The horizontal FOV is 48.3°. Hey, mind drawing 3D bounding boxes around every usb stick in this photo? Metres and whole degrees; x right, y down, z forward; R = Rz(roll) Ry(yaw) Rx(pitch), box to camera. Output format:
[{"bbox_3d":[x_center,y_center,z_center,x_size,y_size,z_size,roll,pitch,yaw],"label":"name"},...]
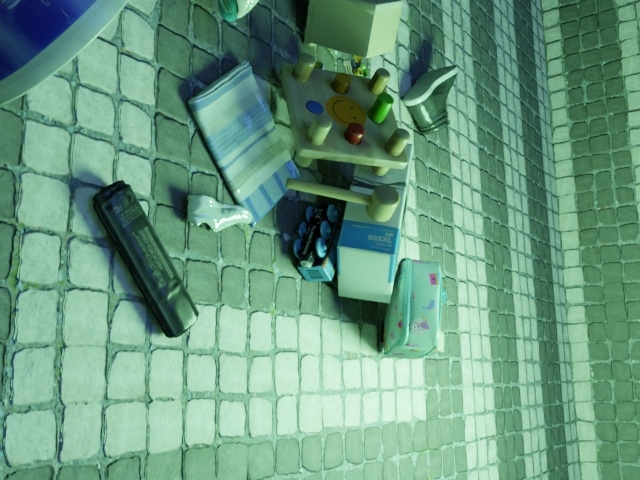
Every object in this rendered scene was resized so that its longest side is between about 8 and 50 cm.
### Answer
[{"bbox_3d":[-0.283,0.036,1.174,0.077,0.045,0.278,-45,120,-42],"label":"usb stick"}]

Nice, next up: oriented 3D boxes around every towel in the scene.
[{"bbox_3d":[-0.145,-0.198,1.439,0.209,0.034,0.285,-50,124,-47],"label":"towel"}]

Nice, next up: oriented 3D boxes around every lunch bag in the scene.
[{"bbox_3d":[0.217,0.164,1.724,0.279,0.108,0.224,105,-12,-72],"label":"lunch bag"}]

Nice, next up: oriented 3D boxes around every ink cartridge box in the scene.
[{"bbox_3d":[0.127,-0.046,1.635,0.223,0.129,0.307,85,15,-57],"label":"ink cartridge box"}]

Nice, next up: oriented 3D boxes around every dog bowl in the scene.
[{"bbox_3d":[-0.370,-0.303,0.924,0.104,0.265,0.265,50,45,-35],"label":"dog bowl"}]

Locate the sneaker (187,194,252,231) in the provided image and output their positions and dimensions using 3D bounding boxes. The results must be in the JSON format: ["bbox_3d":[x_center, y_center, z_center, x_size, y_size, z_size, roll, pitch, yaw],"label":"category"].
[{"bbox_3d":[-0.190,-0.043,1.329,0.152,0.053,0.061,14,81,-48],"label":"sneaker"}]

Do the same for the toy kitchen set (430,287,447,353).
[{"bbox_3d":[0.300,0.211,1.921,0.166,0.122,0.207,29,60,-50],"label":"toy kitchen set"}]

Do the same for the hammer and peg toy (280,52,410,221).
[{"bbox_3d":[0.054,-0.225,1.496,0.266,0.127,0.361,5,54,-23],"label":"hammer and peg toy"}]

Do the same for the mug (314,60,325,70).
[{"bbox_3d":[-0.007,-0.376,1.658,0.078,0.062,0.064,-62,140,-33],"label":"mug"}]

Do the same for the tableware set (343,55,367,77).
[{"bbox_3d":[0.086,-0.497,1.852,0.104,0.024,0.154,-23,101,-56],"label":"tableware set"}]

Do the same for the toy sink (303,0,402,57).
[{"bbox_3d":[0.050,-0.521,1.685,0.153,0.234,0.131,-35,141,-54],"label":"toy sink"}]

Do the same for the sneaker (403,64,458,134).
[{"bbox_3d":[0.351,-0.421,2.162,0.296,0.104,0.147,-48,124,-42],"label":"sneaker"}]

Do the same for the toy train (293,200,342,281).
[{"bbox_3d":[0.000,0.000,1.573,0.105,0.080,0.184,61,36,-42],"label":"toy train"}]

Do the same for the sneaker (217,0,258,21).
[{"bbox_3d":[-0.205,-0.549,1.369,0.107,0.110,0.275,-11,73,-42],"label":"sneaker"}]
